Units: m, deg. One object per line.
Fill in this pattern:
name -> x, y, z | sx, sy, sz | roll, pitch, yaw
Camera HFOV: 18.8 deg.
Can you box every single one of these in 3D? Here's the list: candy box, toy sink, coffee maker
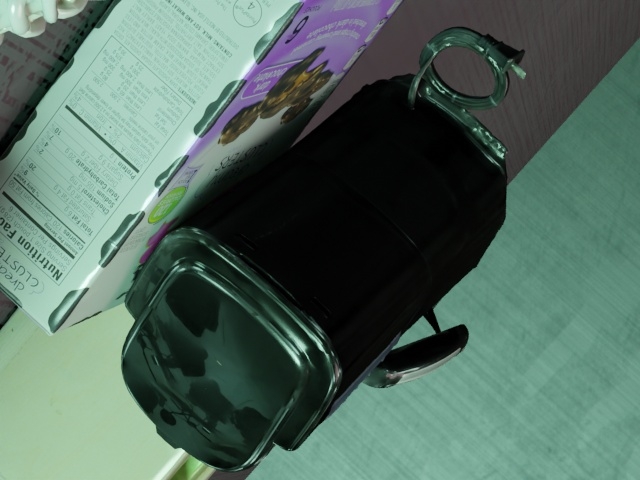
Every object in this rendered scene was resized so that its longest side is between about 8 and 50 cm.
candy box -> -0.058, -0.063, 0.879 | 0.196, 0.070, 0.165 | -51, 171, 20
toy sink -> -0.080, 0.056, 1.087 | 0.234, 0.131, 0.153 | -50, 171, 10
coffee maker -> 0.000, 0.000, 0.899 | 0.178, 0.120, 0.171 | -41, 146, -48

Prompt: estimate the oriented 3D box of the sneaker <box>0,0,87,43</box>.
sneaker -> -0.088, -0.095, 0.535 | 0.258, 0.091, 0.094 | -53, 170, 30
